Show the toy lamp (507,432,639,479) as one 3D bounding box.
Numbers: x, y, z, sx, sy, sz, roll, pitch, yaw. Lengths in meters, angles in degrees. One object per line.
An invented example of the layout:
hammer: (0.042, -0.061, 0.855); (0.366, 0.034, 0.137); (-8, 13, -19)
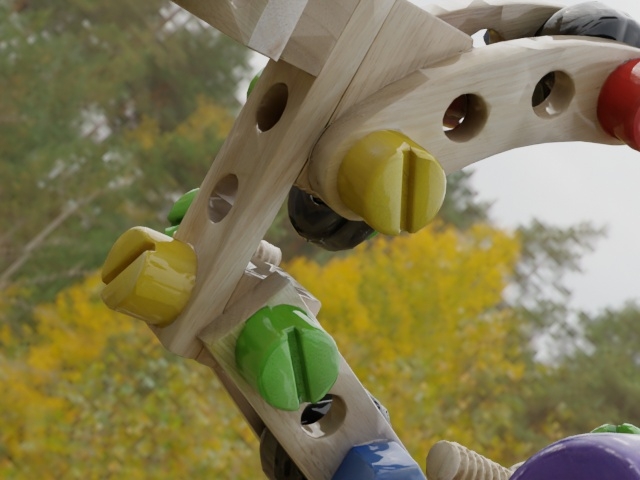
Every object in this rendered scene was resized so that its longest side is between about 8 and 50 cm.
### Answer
toy lamp: (0.141, 0.115, 0.402); (0.274, 0.080, 0.080); (32, 2, -40)

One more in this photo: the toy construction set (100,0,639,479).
toy construction set: (0.000, 0.000, 0.564); (0.237, 0.257, 0.309); (30, 31, -38)
